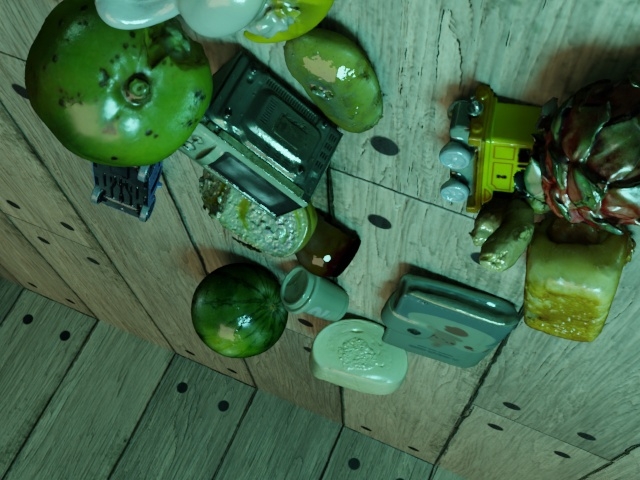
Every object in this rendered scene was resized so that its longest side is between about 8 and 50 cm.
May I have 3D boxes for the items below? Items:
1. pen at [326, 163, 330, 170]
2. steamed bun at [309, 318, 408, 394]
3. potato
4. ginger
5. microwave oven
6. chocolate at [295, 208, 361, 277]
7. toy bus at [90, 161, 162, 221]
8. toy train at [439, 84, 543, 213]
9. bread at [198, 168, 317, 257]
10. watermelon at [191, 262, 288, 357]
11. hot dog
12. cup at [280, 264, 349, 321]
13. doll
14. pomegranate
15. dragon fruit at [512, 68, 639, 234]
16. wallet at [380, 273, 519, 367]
[{"bbox_3d":[-0.110,-0.178,1.244,0.269,0.033,0.033,24,157,6],"label":"pen"},{"bbox_3d":[0.099,0.293,1.864,0.250,0.155,0.200,16,159,8],"label":"steamed bun"},{"bbox_3d":[0.025,-0.208,0.982,0.105,0.085,0.188,12,158,34],"label":"potato"},{"bbox_3d":[0.252,-0.015,1.025,0.133,0.214,0.059,-24,110,44],"label":"ginger"},{"bbox_3d":[-0.090,-0.156,1.105,0.205,0.163,0.129,35,156,-22],"label":"microwave oven"},{"bbox_3d":[0.000,0.000,1.442,0.133,0.127,0.124,31,129,21],"label":"chocolate"},{"bbox_3d":[-0.375,-0.151,1.448,0.125,0.133,0.292,22,155,-4],"label":"toy bus"},{"bbox_3d":[0.224,-0.113,0.973,0.127,0.089,0.219,8,152,14],"label":"toy train"},{"bbox_3d":[-0.101,-0.087,1.296,0.260,0.158,0.156,32,-159,14],"label":"bread"},{"bbox_3d":[-0.199,0.172,1.817,0.242,0.242,0.242,22,156,10],"label":"watermelon"},{"bbox_3d":[0.367,0.042,1.064,0.150,0.153,0.257,12,160,19],"label":"hot dog"},{"bbox_3d":[-0.010,0.128,1.695,0.141,0.120,0.120,28,160,-37],"label":"cup"},{"bbox_3d":[-0.089,-0.290,0.815,0.237,0.111,0.252,-2,169,-44],"label":"doll"},{"bbox_3d":[-0.272,-0.232,0.984,0.236,0.236,0.302,46,-173,-39],"label":"pomegranate"},{"bbox_3d":[0.324,-0.095,0.809,0.182,0.182,0.188,32,174,-13],"label":"dragon fruit"},{"bbox_3d":[0.254,0.178,1.563,0.252,0.083,0.360,19,156,4],"label":"wallet"}]
